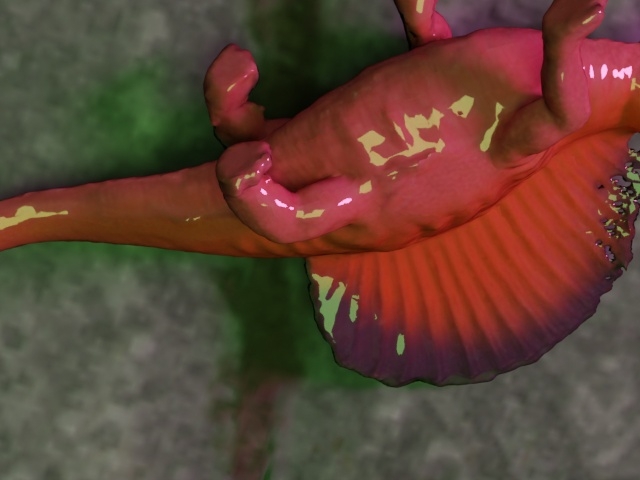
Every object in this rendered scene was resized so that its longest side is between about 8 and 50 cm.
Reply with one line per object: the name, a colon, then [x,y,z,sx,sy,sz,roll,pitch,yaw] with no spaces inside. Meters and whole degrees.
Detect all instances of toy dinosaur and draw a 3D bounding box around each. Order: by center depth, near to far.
toy dinosaur: [0.006,0.004,0.545,0.286,0.070,0.139,-24,128,4]
